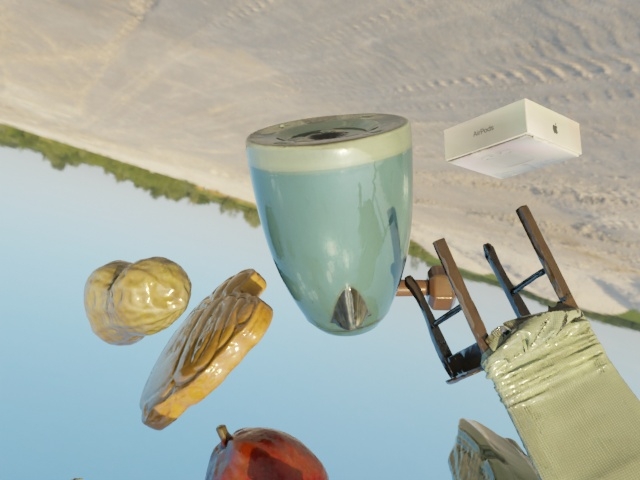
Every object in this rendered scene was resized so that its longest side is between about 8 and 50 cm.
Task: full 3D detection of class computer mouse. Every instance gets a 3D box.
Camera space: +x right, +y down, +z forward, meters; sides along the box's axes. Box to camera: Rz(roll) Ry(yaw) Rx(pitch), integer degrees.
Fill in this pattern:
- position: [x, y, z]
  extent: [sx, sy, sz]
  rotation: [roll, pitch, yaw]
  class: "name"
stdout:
- position: [0.350, 0.463, 1.022]
  extent: [0.228, 0.145, 0.429]
  rotation: [36, -161, -10]
  class: "computer mouse"

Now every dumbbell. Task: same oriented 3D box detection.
- position: [0.158, 0.096, 1.191]
  extent: [0.230, 0.082, 0.092]
  rotation: [0, -158, 3]
  class: "dumbbell"

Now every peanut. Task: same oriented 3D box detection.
- position: [-0.334, 0.103, 1.035]
  extent: [0.159, 0.143, 0.291]
  rotation: [31, 150, -20]
  class: "peanut"

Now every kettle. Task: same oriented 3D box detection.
- position: [0.029, -0.023, 0.957]
  extent: [0.247, 0.342, 0.319]
  rotation: [-7, -159, 2]
  class: "kettle"

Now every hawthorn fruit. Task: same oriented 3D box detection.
- position: [-0.128, 0.528, 1.274]
  extent: [0.307, 0.265, 0.265]
  rotation: [54, 179, -3]
  class: "hawthorn fruit"

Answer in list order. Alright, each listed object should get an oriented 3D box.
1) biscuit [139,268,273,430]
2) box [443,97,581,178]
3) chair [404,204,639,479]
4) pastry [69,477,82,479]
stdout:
- position: [-0.221, 0.189, 1.122]
  extent: [0.057, 0.351, 0.312]
  rotation: [42, -154, -21]
  class: "biscuit"
- position: [0.260, -0.133, 0.798]
  extent: [0.129, 0.051, 0.130]
  rotation: [9, 164, -37]
  class: "box"
- position: [0.245, 0.141, 0.707]
  extent: [0.160, 0.319, 0.186]
  rotation: [-20, 163, -12]
  class: "chair"
- position: [-0.263, 0.424, 0.719]
  extent: [0.258, 0.122, 0.089]
  rotation: [29, -168, 30]
  class: "pastry"
